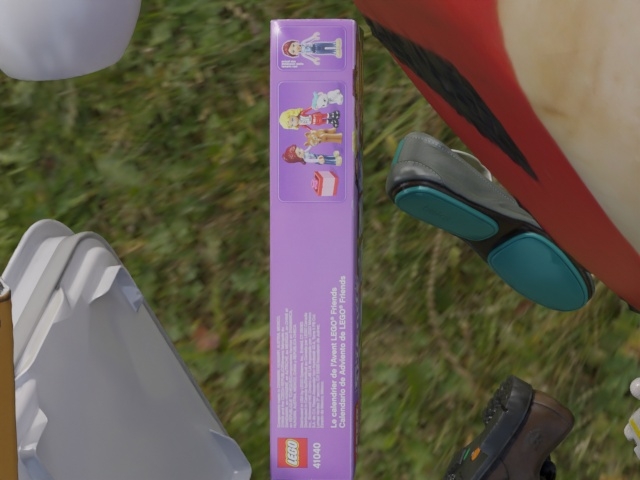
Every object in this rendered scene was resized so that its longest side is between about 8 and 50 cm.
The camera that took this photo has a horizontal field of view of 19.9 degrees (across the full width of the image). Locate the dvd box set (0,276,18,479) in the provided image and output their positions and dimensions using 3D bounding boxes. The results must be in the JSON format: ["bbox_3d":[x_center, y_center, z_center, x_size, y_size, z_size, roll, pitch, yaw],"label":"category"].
[{"bbox_3d":[-0.261,0.147,1.074,0.307,0.062,0.420,39,134,47],"label":"dvd box set"}]

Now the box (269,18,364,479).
[{"bbox_3d":[0.000,0.000,1.231,0.057,0.201,0.293,1,95,3],"label":"box"}]

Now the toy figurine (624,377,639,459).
[{"bbox_3d":[0.419,0.141,1.818,0.209,0.148,0.213,19,67,-2],"label":"toy figurine"}]

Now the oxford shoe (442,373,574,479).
[{"bbox_3d":[0.176,0.236,1.784,0.096,0.083,0.227,24,130,-8],"label":"oxford shoe"}]

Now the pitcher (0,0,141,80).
[{"bbox_3d":[-0.166,-0.225,1.246,0.178,0.125,0.207,-14,112,-20],"label":"pitcher"}]

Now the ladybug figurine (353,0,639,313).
[{"bbox_3d":[0.102,-0.090,0.529,0.162,0.449,0.305,-37,104,1],"label":"ladybug figurine"}]

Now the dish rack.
[{"bbox_3d":[-0.157,0.174,1.403,0.072,0.285,0.333,-9,129,27],"label":"dish rack"}]

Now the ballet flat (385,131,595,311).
[{"bbox_3d":[0.140,-0.019,1.430,0.213,0.068,0.072,32,140,-29],"label":"ballet flat"}]
